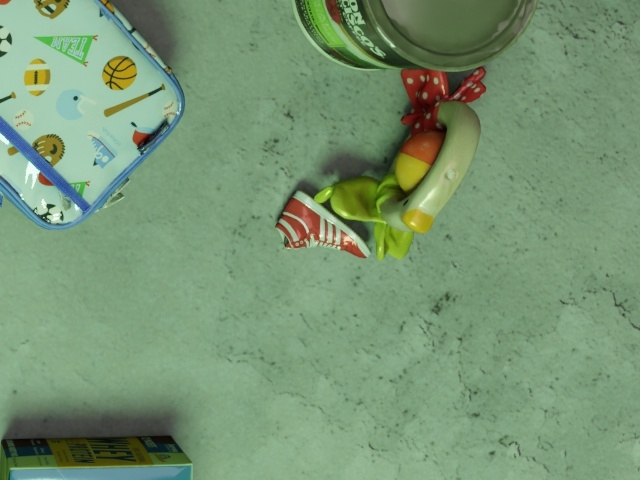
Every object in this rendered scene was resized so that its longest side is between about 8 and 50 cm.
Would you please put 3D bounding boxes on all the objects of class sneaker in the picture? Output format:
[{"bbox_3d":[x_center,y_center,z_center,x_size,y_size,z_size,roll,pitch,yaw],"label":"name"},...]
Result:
[{"bbox_3d":[0.000,0.000,1.743,0.118,0.042,0.067,38,81,-10],"label":"sneaker"}]

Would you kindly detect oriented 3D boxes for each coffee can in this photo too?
[{"bbox_3d":[0.097,-0.288,1.616,0.201,0.275,0.202,-2,97,-16],"label":"coffee can"}]

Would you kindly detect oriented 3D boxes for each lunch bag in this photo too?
[{"bbox_3d":[-0.304,-0.160,1.560,0.243,0.115,0.303,-45,125,-5],"label":"lunch bag"}]

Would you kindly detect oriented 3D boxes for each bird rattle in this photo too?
[{"bbox_3d":[0.128,-0.092,1.691,0.143,0.207,0.253,39,89,-19],"label":"bird rattle"}]

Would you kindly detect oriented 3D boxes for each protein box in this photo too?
[{"bbox_3d":[-0.259,0.334,1.655,0.201,0.136,0.200,1,96,-17],"label":"protein box"}]
